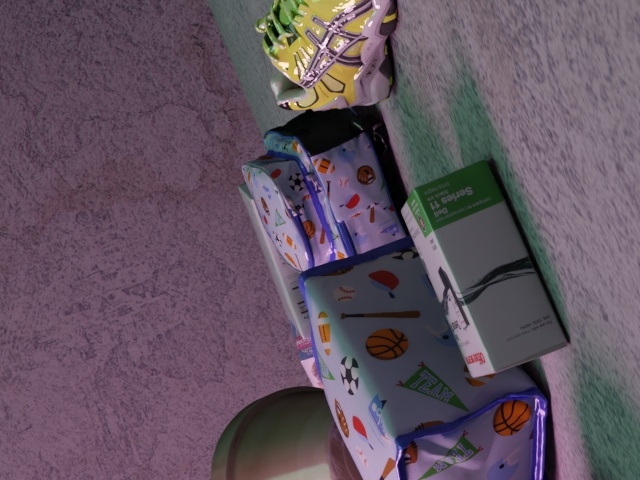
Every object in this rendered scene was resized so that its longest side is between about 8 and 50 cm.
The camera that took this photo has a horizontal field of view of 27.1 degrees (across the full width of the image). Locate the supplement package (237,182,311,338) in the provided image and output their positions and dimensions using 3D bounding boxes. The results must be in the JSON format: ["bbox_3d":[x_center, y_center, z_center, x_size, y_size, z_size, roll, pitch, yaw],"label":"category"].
[{"bbox_3d":[0.000,0.000,2.333,0.199,0.198,0.262,-137,26,-76],"label":"supplement package"}]

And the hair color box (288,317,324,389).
[{"bbox_3d":[0.069,0.245,2.542,0.347,0.174,0.105,67,-174,-55],"label":"hair color box"}]

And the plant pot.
[{"bbox_3d":[0.029,0.357,2.054,0.280,0.323,0.323,-39,71,54],"label":"plant pot"}]

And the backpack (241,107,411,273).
[{"bbox_3d":[0.019,-0.057,1.981,0.263,0.213,0.276,59,174,-15],"label":"backpack"}]

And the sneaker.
[{"bbox_3d":[0.001,-0.264,1.572,0.384,0.147,0.145,80,169,-60],"label":"sneaker"}]

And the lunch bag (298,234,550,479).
[{"bbox_3d":[0.141,0.238,1.718,0.328,0.239,0.385,-118,16,-46],"label":"lunch bag"}]

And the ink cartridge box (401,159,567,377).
[{"bbox_3d":[0.169,0.035,1.403,0.153,0.087,0.208,103,145,-81],"label":"ink cartridge box"}]
